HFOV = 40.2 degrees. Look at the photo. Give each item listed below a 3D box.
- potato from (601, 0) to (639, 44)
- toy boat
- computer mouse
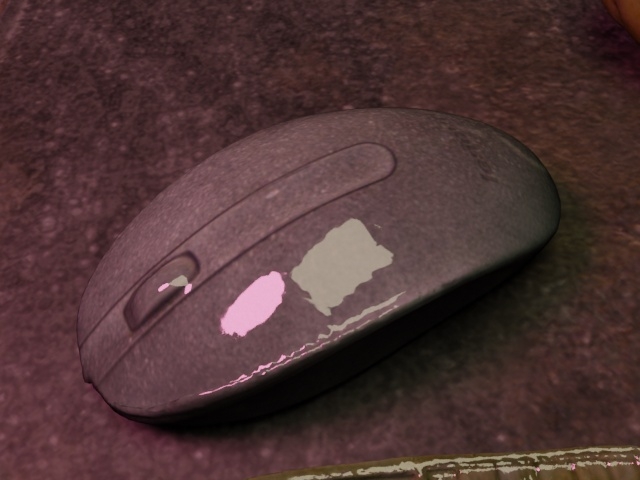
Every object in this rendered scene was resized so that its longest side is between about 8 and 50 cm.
[{"bbox_3d":[0.364,-0.228,0.757,0.228,0.148,0.197,-12,64,-4],"label":"potato"},{"bbox_3d":[0.049,0.172,0.509,0.293,0.055,0.093,-7,50,-1],"label":"toy boat"},{"bbox_3d":[-0.001,-0.003,0.618,0.374,0.114,0.203,-25,54,-15],"label":"computer mouse"}]
